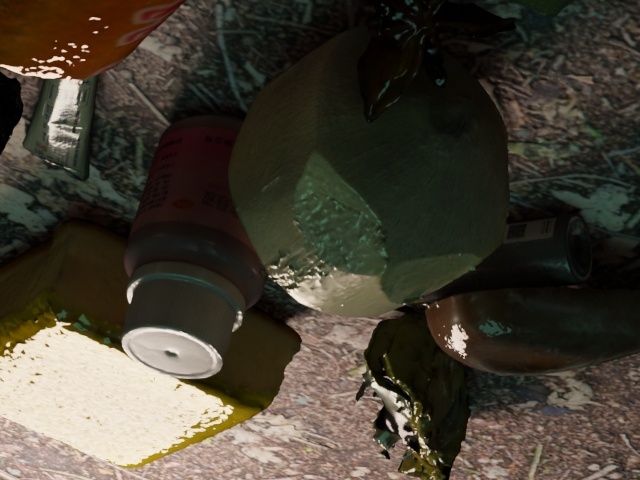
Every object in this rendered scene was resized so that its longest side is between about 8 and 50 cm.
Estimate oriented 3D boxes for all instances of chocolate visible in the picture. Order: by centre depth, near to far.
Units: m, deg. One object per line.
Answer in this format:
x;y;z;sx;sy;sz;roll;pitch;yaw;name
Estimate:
0.241;0.095;1.747;0.261;0.083;0.161;0;170;-13;chocolate

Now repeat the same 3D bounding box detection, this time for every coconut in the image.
0.052;-0.059;1.512;0.245;0.245;0.247;28;151;-23;coconut

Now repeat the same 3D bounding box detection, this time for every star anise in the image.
0.056;-0.196;1.402;0.144;0.158;0.140;41;168;44;star anise

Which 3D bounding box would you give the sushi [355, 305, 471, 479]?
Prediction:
0.107;0.199;1.994;0.131;0.139;0.291;13;150;15;sushi

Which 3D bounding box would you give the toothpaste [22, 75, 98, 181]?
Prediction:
-0.249;-0.138;1.678;0.069;0.047;0.268;0;153;-15;toothpaste

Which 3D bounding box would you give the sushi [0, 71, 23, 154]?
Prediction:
-0.399;-0.148;1.654;0.212;0.115;0.147;32;140;-25;sushi

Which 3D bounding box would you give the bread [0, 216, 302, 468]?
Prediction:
-0.245;0.129;2.003;0.323;0.143;0.333;31;144;-28;bread

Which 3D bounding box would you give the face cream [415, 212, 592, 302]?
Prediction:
0.139;0.024;1.763;0.283;0.073;0.073;-7;143;30;face cream

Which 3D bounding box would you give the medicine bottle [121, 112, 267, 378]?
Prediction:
-0.116;0.005;1.662;0.147;0.247;0.147;9;147;6;medicine bottle

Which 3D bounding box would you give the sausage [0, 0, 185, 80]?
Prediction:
-0.163;-0.275;1.265;0.233;0.233;0.287;29;145;-24;sausage

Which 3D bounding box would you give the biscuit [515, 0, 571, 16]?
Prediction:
0.132;-0.256;1.363;0.199;0.040;0.121;22;151;-13;biscuit
